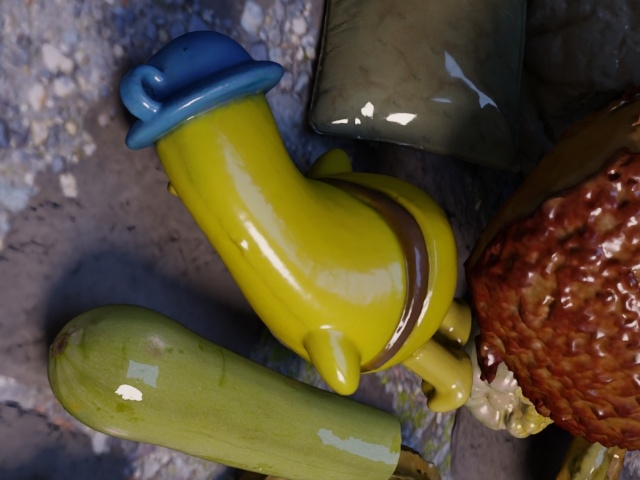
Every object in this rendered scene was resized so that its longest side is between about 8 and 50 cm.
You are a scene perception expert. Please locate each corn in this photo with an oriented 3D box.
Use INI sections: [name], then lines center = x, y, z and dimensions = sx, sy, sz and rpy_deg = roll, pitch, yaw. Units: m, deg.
[corn]
center = 0.232, 0.060, 0.933
dimensions = 0.123, 0.122, 0.305
rpy_deg = 46, 50, -2

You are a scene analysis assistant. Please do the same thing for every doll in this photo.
[doll]
center = 0.000, 0.000, 0.656
dimensions = 0.363, 0.145, 0.199
rpy_deg = 40, 36, -35

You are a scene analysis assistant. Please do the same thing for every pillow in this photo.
[pillow]
center = 0.097, -0.216, 0.785
dimensions = 0.184, 0.075, 0.302
rpy_deg = 9, 80, -11

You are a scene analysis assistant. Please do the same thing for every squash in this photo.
[squash]
center = -0.060, 0.109, 0.614
dimensions = 0.250, 0.083, 0.083
rpy_deg = 26, 69, -30

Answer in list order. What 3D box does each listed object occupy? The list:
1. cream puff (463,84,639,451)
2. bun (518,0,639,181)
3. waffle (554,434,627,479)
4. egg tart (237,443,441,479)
[cream puff]
center = 0.273, 0.030, 0.687
dimensions = 0.350, 0.350, 0.229
rpy_deg = 7, 49, -46
[bun]
center = 0.257, -0.157, 0.897
dimensions = 0.281, 0.204, 0.282
rpy_deg = 1, 90, -84
[waffle]
center = 0.291, 0.186, 0.950
dimensions = 0.301, 0.058, 0.281
rpy_deg = -64, 158, -8
[egg tart]
center = 0.034, 0.308, 0.698
dimensions = 0.341, 0.129, 0.341
rpy_deg = 0, 89, -48
